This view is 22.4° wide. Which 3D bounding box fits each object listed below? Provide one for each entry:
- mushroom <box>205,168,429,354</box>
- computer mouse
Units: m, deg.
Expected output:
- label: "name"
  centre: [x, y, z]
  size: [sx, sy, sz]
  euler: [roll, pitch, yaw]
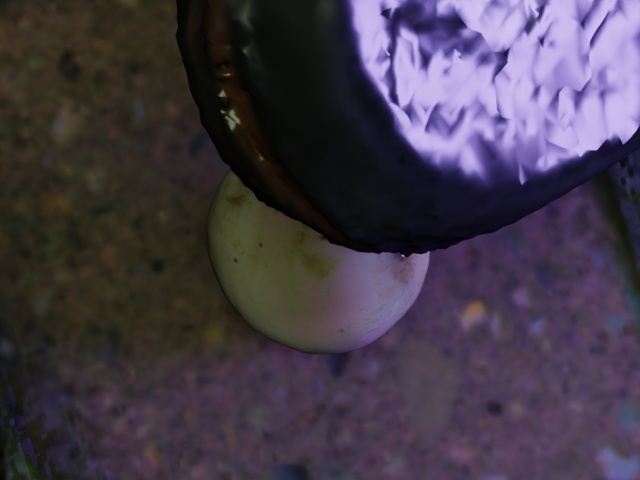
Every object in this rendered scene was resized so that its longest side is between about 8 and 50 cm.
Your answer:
- label: "mushroom"
  centre: [0.000, 0.000, 0.582]
  size: [0.083, 0.067, 0.083]
  euler: [8, 110, 22]
- label: "computer mouse"
  centre: [0.078, -0.118, 0.540]
  size: [0.323, 0.116, 0.183]
  euler: [-31, 120, -30]
